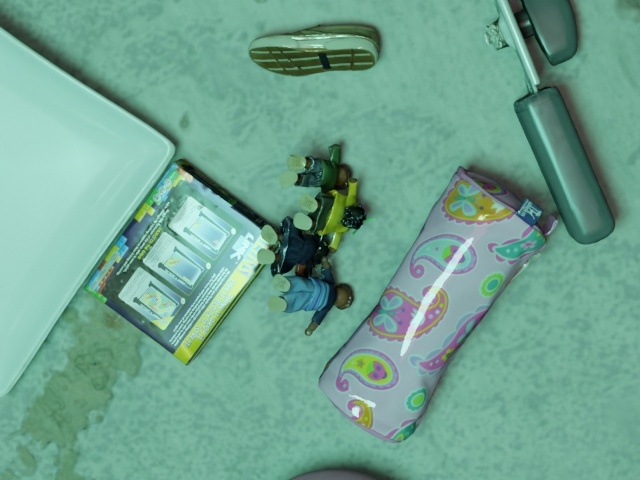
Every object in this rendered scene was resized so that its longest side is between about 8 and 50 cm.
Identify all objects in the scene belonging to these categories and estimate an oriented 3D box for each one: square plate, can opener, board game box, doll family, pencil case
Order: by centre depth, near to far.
[{"bbox_3d":[0.236,-0.134,1.243,0.093,0.074,0.281,-19,94,8],"label":"can opener"},{"bbox_3d":[0.117,0.066,1.259,0.124,0.124,0.284,34,98,2],"label":"pencil case"},{"bbox_3d":[0.000,0.000,1.280,0.076,0.111,0.193,29,104,32],"label":"doll family"},{"bbox_3d":[-0.387,-0.061,1.315,0.347,0.049,0.344,35,100,-9],"label":"square plate"},{"bbox_3d":[-0.144,0.022,1.320,0.141,0.048,0.170,37,99,-1],"label":"board game box"}]

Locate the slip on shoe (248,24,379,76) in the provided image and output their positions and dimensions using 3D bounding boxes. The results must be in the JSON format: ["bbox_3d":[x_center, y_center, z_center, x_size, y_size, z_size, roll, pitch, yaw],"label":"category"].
[{"bbox_3d":[-0.006,-0.201,1.282,0.135,0.051,0.041,-1,57,15],"label":"slip on shoe"}]

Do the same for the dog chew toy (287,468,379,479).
[{"bbox_3d":[0.003,0.348,1.197,0.206,0.332,0.207,1,96,7],"label":"dog chew toy"}]
